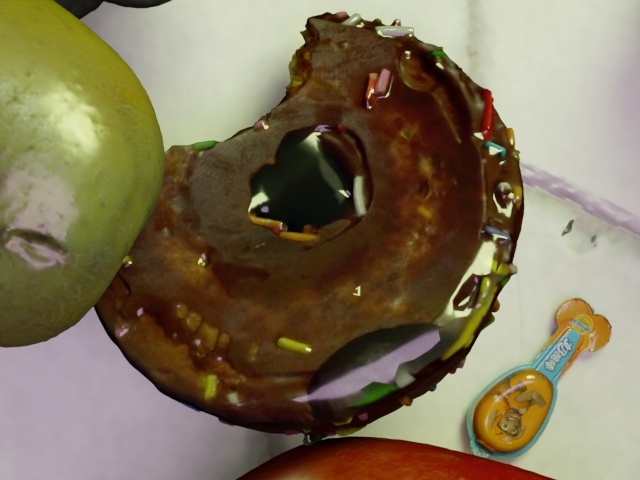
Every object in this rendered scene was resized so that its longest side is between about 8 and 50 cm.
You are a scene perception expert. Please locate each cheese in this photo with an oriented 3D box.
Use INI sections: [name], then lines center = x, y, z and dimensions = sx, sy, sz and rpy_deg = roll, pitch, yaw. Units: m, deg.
[cheese]
center = 0.126, 0.083, 1.021
dimensions = 0.047, 0.017, 0.111
rpy_deg = 37, 94, -18

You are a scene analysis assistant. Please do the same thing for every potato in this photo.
[potato]
center = -0.168, -0.049, 0.815
dimensions = 0.194, 0.157, 0.157
rpy_deg = 42, 93, -10

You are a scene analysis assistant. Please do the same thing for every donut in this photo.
[donut]
center = -0.001, 0.001, 0.905
dimensions = 0.230, 0.096, 0.216
rpy_deg = -43, 65, -13

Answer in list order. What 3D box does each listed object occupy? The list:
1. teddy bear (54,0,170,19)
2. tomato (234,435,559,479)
[teddy bear]
center = -0.148, -0.189, 0.863
dimensions = 0.251, 0.144, 0.171
rpy_deg = 33, 130, -30
[tomato]
center = 0.061, 0.257, 0.898
dimensions = 0.325, 0.290, 0.293
rpy_deg = 23, 82, 20
